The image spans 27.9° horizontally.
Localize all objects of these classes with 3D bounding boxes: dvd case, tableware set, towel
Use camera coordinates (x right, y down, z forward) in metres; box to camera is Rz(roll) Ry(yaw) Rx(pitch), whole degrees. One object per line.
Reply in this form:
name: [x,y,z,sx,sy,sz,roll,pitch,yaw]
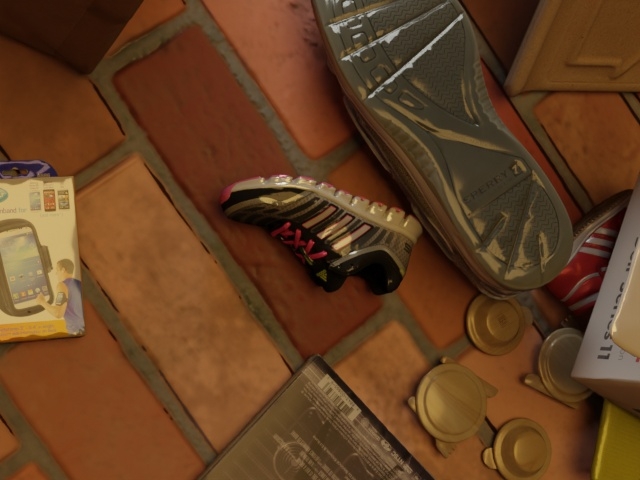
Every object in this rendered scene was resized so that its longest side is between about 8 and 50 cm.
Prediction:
dvd case: [-0.022,0.223,0.995,0.164,0.018,0.221,48,70,-9]
tableware set: [0.157,0.120,1.074,0.141,0.020,0.169,38,71,-12]
towel: [0.284,0.099,1.109,0.102,0.021,0.237,22,75,-33]

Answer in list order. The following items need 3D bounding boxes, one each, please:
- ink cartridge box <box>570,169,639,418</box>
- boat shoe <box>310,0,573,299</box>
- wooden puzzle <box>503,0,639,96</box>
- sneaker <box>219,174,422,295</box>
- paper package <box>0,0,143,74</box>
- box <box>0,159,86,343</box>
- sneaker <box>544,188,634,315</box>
ink cartridge box: [0.342,0.064,1.059,0.353,0.119,0.207,31,73,-28]
boat shoe: [0.085,-0.097,1.039,0.118,0.103,0.320,-31,86,-18]
wooden puzzle: [0.337,-0.260,1.069,0.347,0.322,0.081,-6,50,-23]
sneaker: [0.000,0.000,1.009,0.170,0.063,0.075,15,71,-22]
paper package: [-0.152,-0.314,0.866,0.168,0.309,0.325,23,77,-15]
box: [-0.219,0.007,0.949,0.081,0.028,0.136,-4,86,-20]
sneaker: [0.243,0.013,1.108,0.118,0.042,0.067,-42,95,-14]
